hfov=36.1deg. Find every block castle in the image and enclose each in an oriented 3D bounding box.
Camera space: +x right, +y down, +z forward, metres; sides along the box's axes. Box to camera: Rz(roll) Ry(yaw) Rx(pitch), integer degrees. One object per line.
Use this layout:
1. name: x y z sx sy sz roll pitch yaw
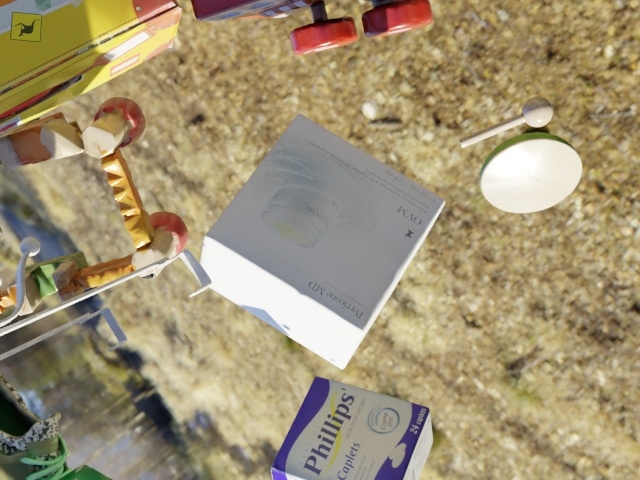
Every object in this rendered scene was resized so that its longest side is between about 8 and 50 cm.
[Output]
1. block castle: -0.484 -0.045 1.668 0.213 0.453 0.303 -82 -26 -71

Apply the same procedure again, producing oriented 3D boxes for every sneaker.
1. sneaker: -0.408 0.319 1.363 0.182 0.158 0.410 -39 95 31

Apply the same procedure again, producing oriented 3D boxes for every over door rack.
1. over door rack: -0.331 0.080 1.154 0.239 0.324 0.108 -32 75 45

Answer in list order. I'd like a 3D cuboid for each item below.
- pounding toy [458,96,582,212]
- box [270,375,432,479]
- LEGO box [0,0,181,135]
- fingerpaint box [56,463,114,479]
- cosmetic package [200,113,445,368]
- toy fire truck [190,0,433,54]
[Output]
1. pounding toy: 0.362 -0.166 1.780 0.237 0.183 0.110 52 -156 -41
2. box: 0.035 0.228 1.043 0.137 0.126 0.072 12 140 20
3. LEGO box: -0.511 -0.347 1.393 0.372 0.500 0.193 60 165 0
4. fingerpaint box: -0.371 0.545 1.149 0.163 0.445 0.371 5 118 52
5. cosmetic package: 0.000 0.000 1.253 0.224 0.224 0.138 31 153 6
6. toy fire truck: 0.006 -0.353 1.344 0.302 0.254 0.169 -7 100 34
